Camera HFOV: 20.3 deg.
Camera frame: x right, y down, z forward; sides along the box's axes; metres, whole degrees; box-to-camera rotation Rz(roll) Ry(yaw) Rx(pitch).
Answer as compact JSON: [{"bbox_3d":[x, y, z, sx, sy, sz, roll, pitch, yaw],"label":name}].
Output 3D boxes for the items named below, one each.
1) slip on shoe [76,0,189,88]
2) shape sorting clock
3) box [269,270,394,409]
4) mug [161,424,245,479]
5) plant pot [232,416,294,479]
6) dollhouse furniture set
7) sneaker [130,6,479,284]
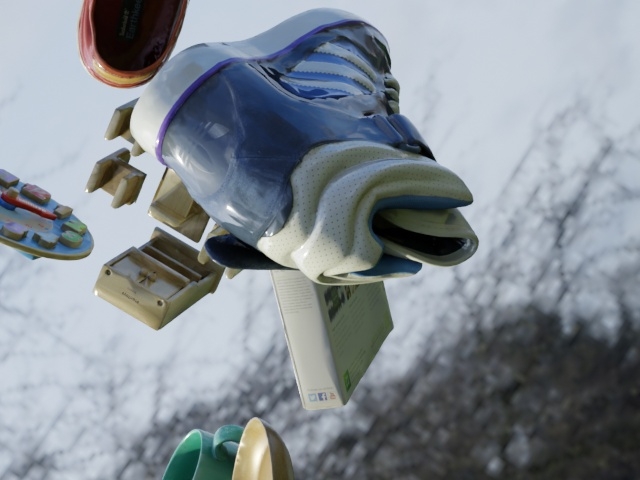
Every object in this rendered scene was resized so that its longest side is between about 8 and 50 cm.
[{"bbox_3d":[-0.144,-0.292,1.580,0.101,0.123,0.331,-128,51,-73],"label":"slip on shoe"},{"bbox_3d":[-0.334,-0.037,1.896,0.040,0.206,0.206,-62,-12,10],"label":"shape sorting clock"},{"bbox_3d":[0.000,0.000,2.037,0.232,0.058,0.322,-50,-49,-65],"label":"box"},{"bbox_3d":[-0.121,0.296,2.104,0.157,0.097,0.129,-31,38,62],"label":"mug"},{"bbox_3d":[-0.061,0.304,1.865,0.236,0.032,0.236,-176,90,-77],"label":"plant pot"},{"bbox_3d":[-0.164,-0.035,2.185,0.242,0.212,0.161,-65,-12,25],"label":"dollhouse furniture set"},{"bbox_3d":[0.030,-0.055,1.317,0.322,0.236,0.130,-21,-36,-60],"label":"sneaker"}]
